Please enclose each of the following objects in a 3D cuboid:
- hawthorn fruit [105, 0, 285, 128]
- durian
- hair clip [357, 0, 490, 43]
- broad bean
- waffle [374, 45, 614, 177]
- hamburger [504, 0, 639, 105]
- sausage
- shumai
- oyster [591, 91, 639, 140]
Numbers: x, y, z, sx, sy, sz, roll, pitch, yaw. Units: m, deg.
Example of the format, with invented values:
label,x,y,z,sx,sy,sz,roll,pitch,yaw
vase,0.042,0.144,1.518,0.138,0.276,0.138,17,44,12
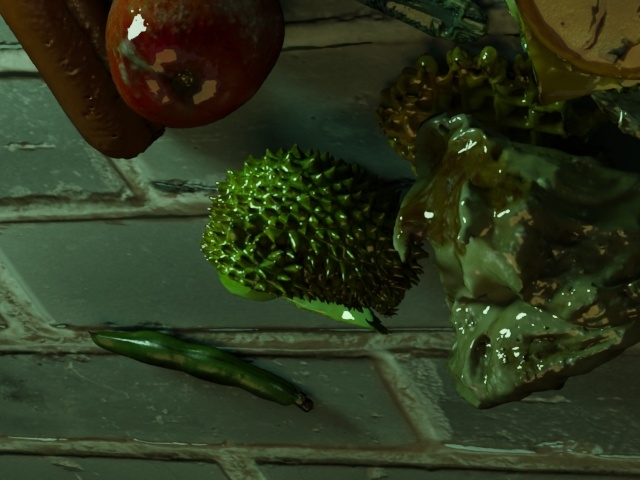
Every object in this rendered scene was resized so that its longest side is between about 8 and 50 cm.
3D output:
label,x,y,z,sx,sy,sz,roll,pitch,yaw
hawthorn fruit,-0.123,-0.188,1.749,0.172,0.173,0.173,13,144,9
durian,-0.002,-0.002,1.921,0.237,0.176,0.200,30,-170,-35
hair clip,0.046,-0.229,1.726,0.229,0.036,0.066,13,155,-9
broad bean,-0.146,0.153,2.327,0.297,0.043,0.060,17,154,1
waffle,0.168,-0.101,1.833,0.231,0.051,0.228,32,147,-17
hamburger,0.254,-0.239,1.514,0.243,0.139,0.262,-9,113,19
sausage,-0.246,-0.203,1.857,0.102,0.102,0.330,-1,139,26
shumai,0.211,-0.022,1.755,0.314,0.267,0.262,-27,100,12
oyster,0.356,-0.114,1.672,0.341,0.110,0.166,35,143,-19
